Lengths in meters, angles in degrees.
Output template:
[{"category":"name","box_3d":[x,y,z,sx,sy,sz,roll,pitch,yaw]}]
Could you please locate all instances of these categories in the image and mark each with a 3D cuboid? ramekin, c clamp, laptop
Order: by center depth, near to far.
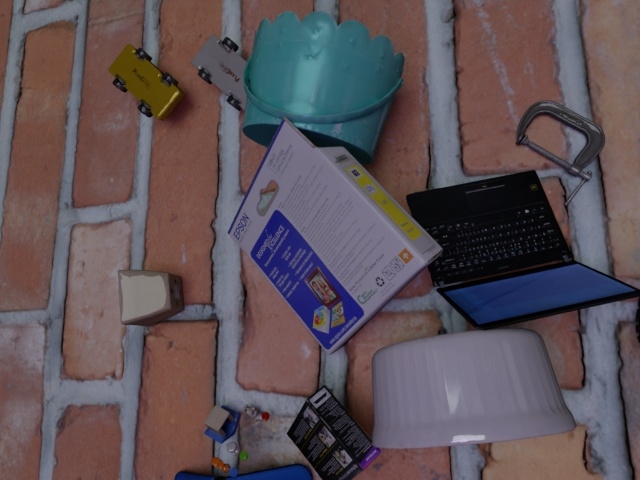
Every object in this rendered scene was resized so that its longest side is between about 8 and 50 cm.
[{"category":"ramekin","box_3d":[0.205,0.215,0.718,0.277,0.277,0.135,-12,70,17]},{"category":"laptop","box_3d":[0.285,-0.002,0.743,0.234,0.136,0.264,-11,69,-5]},{"category":"c clamp","box_3d":[0.402,-0.161,0.842,0.161,0.022,0.137,44,96,20]}]

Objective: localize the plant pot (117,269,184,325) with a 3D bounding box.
[{"category":"plant pot","box_3d":[-0.341,0.113,1.012,0.096,0.109,0.109,-10,77,5]}]

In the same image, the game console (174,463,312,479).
[{"category":"game console","box_3d":[-0.136,0.568,0.902,0.250,0.173,0.293,-5,78,-13]}]

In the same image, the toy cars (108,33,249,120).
[{"category":"toy cars","box_3d":[-0.276,-0.344,1.078,0.394,0.087,0.176,1,86,16]}]

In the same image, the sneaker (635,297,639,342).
[{"category":"sneaker","box_3d":[0.581,0.038,0.686,0.146,0.134,0.343,40,94,20]}]

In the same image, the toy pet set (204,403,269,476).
[{"category":"toy pet set","box_3d":[-0.162,0.365,0.921,0.114,0.065,0.122,19,57,24]}]

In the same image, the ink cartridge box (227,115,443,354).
[{"category":"ink cartridge box","box_3d":[0.000,0.000,0.833,0.307,0.072,0.303,50,136,14]}]

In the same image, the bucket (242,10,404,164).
[{"category":"bucket","box_3d":[-0.004,-0.253,0.875,0.281,0.281,0.183,11,87,20]}]

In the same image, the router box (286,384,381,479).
[{"category":"router box","box_3d":[0.015,0.334,0.819,0.046,0.179,0.133,-30,66,-33]}]
